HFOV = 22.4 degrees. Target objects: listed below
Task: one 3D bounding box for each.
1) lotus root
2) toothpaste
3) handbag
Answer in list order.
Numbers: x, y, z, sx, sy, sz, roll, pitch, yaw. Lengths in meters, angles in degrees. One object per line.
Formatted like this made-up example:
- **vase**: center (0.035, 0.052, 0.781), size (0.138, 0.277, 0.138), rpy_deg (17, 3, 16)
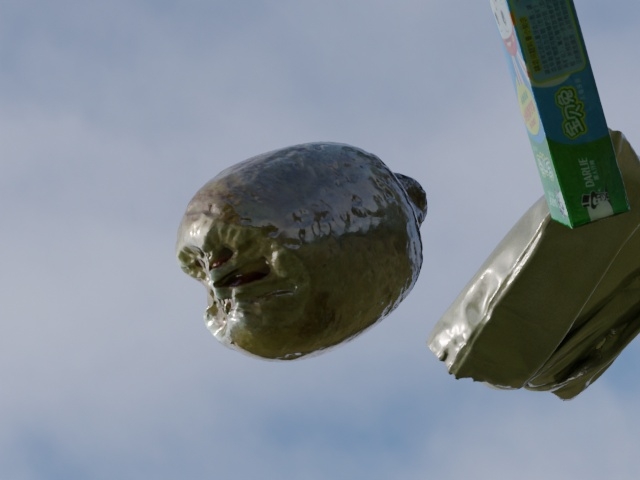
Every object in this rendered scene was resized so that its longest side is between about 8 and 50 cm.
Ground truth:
- **lotus root**: center (0.000, 0.000, 0.878), size (0.088, 0.113, 0.192), rpy_deg (-32, -5, 39)
- **toothpaste**: center (0.160, -0.143, 1.164), size (0.050, 0.065, 0.267), rpy_deg (-18, -81, -5)
- **handbag**: center (0.237, 0.035, 1.415), size (0.253, 0.109, 0.316), rpy_deg (-49, -28, 14)
